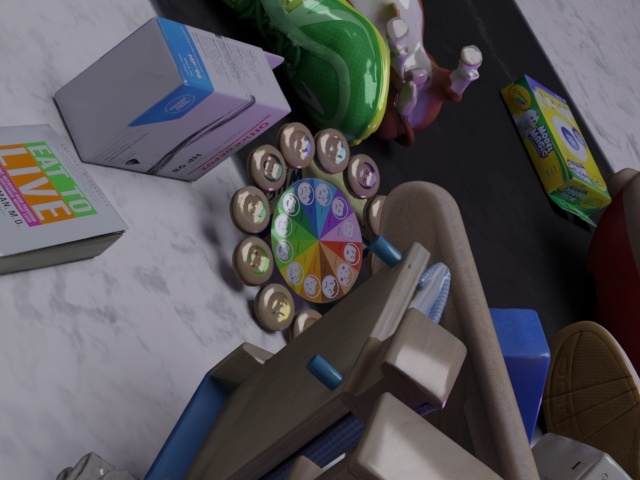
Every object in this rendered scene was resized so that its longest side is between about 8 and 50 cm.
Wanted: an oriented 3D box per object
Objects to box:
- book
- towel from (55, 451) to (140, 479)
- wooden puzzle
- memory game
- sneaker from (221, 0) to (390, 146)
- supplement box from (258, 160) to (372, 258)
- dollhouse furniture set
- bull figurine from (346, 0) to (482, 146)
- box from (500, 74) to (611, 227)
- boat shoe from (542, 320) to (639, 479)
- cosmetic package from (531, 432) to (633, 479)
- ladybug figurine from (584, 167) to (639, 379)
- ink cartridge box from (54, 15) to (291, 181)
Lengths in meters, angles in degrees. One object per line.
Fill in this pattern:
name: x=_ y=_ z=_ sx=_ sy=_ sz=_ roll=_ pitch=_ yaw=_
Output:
book: x=-0.196 y=-0.029 z=1.192 sx=0.096 sy=0.035 sz=0.144 roll=56 pitch=24 yaw=9
towel: x=-0.074 y=0.262 z=1.020 sx=0.282 sy=0.049 sz=0.187 roll=51 pitch=26 yaw=-8
wooden puzzle: x=0.094 y=0.184 z=1.106 sx=0.081 sy=0.322 sz=0.348 roll=-2 pitch=35 yaw=-12
memory game: x=0.000 y=0.000 z=1.443 sx=0.186 sy=0.012 sz=0.186 roll=10 pitch=75 yaw=-43
sneaker: x=-0.037 y=-0.208 z=1.670 sx=0.124 sy=0.109 sz=0.295 roll=-10 pitch=67 yaw=-42
supplement box: x=-0.006 y=-0.025 z=1.513 sx=0.083 sy=0.056 sz=0.083 roll=40 pitch=28 yaw=-32
dollhouse furniture set: x=0.048 y=0.139 z=0.962 sx=0.198 sy=0.286 sz=0.303 roll=41 pitch=38 yaw=-11
bull figurine: x=0.041 y=-0.242 z=1.764 sx=0.310 sy=0.101 sz=0.188 roll=63 pitch=-20 yaw=2
box: x=0.282 y=-0.102 z=2.190 sx=0.105 sy=0.043 sz=0.179 roll=22 pitch=41 yaw=-51
boat shoe: x=0.287 y=0.209 z=1.731 sx=0.096 sy=0.098 sz=0.277 roll=6 pitch=63 yaw=-61
cosmetic package: x=0.249 y=0.296 z=1.397 sx=0.296 sy=0.129 sz=0.153 roll=45 pitch=-8 yaw=-6
ladybug figurine: x=0.426 y=0.126 z=2.014 sx=0.449 sy=0.162 sz=0.305 roll=59 pitch=23 yaw=7
ink cartridge box: x=-0.096 y=-0.099 z=1.377 sx=0.180 sy=0.104 sz=0.060 roll=8 pitch=52 yaw=-59
